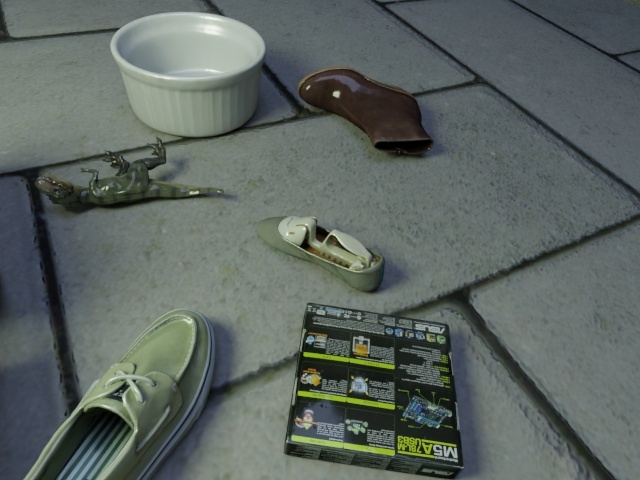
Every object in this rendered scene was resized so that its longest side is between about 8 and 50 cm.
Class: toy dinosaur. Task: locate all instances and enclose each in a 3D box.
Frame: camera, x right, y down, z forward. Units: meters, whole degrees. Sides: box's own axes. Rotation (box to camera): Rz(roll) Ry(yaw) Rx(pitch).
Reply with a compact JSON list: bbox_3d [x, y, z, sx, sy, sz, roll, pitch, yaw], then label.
[{"bbox_3d":[-0.297,-0.104,0.767,0.268,0.064,0.118,-5,54,-15],"label":"toy dinosaur"}]

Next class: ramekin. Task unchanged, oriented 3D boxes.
[{"bbox_3d":[-0.246,-0.321,0.926,0.277,0.135,0.277,4,46,-4],"label":"ramekin"}]

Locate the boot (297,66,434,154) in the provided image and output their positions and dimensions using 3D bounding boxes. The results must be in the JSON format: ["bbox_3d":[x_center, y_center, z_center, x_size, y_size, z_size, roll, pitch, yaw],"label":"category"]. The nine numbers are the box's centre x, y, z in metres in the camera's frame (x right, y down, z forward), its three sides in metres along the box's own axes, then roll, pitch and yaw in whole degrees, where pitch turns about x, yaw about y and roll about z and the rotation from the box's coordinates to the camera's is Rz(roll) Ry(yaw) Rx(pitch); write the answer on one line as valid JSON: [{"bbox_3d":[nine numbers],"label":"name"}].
[{"bbox_3d":[0.086,-0.254,0.940,0.249,0.090,0.206,2,44,-12],"label":"boot"}]

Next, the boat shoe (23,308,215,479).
[{"bbox_3d":[-0.192,0.181,0.481,0.109,0.094,0.302,16,46,7],"label":"boat shoe"}]

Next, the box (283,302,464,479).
[{"bbox_3d":[0.064,0.170,0.566,0.191,0.045,0.184,8,48,-1],"label":"box"}]

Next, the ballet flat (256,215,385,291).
[{"bbox_3d":[0.000,0.000,0.701,0.213,0.068,0.072,28,49,18],"label":"ballet flat"}]
